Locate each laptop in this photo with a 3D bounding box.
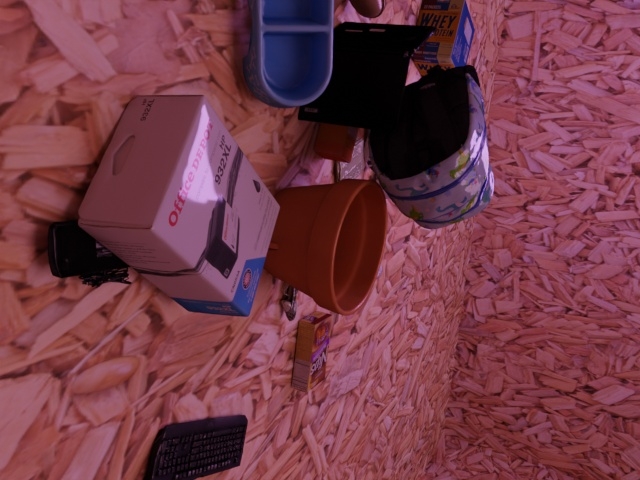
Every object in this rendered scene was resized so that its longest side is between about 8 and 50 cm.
[{"bbox_3d":[0.104,-0.371,1.321,0.264,0.234,0.137,-52,146,-43],"label":"laptop"}]

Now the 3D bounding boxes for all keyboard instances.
[{"bbox_3d":[-0.319,0.019,0.849,0.192,0.038,0.100,-9,97,-70],"label":"keyboard"},{"bbox_3d":[-0.244,0.459,1.200,0.317,0.033,0.202,25,78,-64],"label":"keyboard"}]

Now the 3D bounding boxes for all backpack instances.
[{"bbox_3d":[0.241,-0.197,1.295,0.356,0.290,0.273,-77,145,-62],"label":"backpack"}]

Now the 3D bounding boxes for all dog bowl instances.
[{"bbox_3d":[-0.052,-0.379,1.065,0.165,0.074,0.297,-6,114,-17],"label":"dog bowl"}]

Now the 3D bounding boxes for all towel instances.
[{"bbox_3d":[0.078,-0.203,1.588,0.148,0.027,0.110,-47,142,-48],"label":"towel"}]

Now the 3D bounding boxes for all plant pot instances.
[{"bbox_3d":[0.000,0.000,1.305,0.291,0.203,0.291,-37,133,-55],"label":"plant pot"}]

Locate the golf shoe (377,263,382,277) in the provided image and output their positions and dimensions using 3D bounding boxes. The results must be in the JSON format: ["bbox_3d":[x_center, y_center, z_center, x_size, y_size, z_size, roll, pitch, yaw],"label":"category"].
[{"bbox_3d":[0.138,0.081,1.803,0.176,0.069,0.086,-42,131,-53],"label":"golf shoe"}]

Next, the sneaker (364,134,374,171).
[{"bbox_3d":[0.194,-0.316,1.700,0.153,0.094,0.235,-35,122,-44],"label":"sneaker"}]

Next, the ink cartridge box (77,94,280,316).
[{"bbox_3d":[-0.196,-0.042,0.931,0.307,0.129,0.223,57,42,-56],"label":"ink cartridge box"}]

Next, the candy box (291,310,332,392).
[{"bbox_3d":[-0.021,0.290,1.572,0.109,0.053,0.187,-17,118,-63],"label":"candy box"}]

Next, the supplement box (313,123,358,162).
[{"bbox_3d":[0.056,-0.310,1.433,0.080,0.078,0.234,19,84,-65],"label":"supplement box"}]

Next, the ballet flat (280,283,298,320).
[{"bbox_3d":[-0.074,0.134,1.414,0.041,0.041,0.114,2,99,-65],"label":"ballet flat"}]

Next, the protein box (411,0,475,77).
[{"bbox_3d":[0.398,-0.643,1.937,0.201,0.135,0.200,23,80,-65],"label":"protein box"}]

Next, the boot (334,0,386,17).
[{"bbox_3d":[0.036,-0.524,1.290,0.236,0.089,0.270,58,47,-38],"label":"boot"}]

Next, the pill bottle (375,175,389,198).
[{"bbox_3d":[0.224,-0.201,1.818,0.169,0.094,0.094,-53,146,-42],"label":"pill bottle"}]
